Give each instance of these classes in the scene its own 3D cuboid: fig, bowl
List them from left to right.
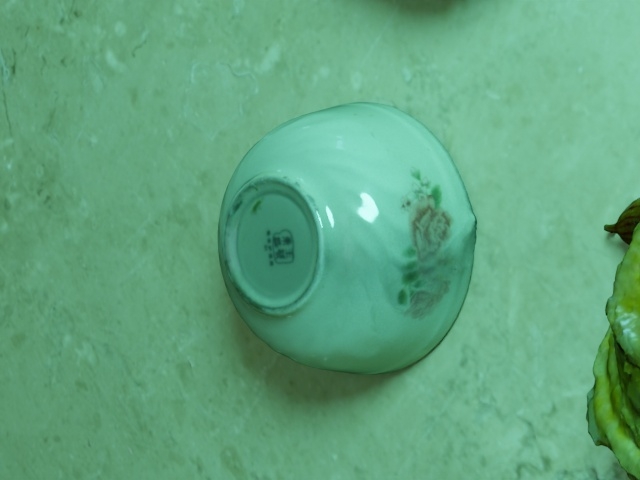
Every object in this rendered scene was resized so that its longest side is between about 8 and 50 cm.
[{"bbox_3d":[0.000,0.000,1.694,0.277,0.145,0.277,2,94,43],"label":"bowl"},{"bbox_3d":[0.276,-0.013,1.514,0.083,0.050,0.050,-9,86,54],"label":"fig"}]

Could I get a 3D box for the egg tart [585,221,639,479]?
[{"bbox_3d":[0.327,0.043,1.332,0.341,0.132,0.341,-35,37,32],"label":"egg tart"}]
